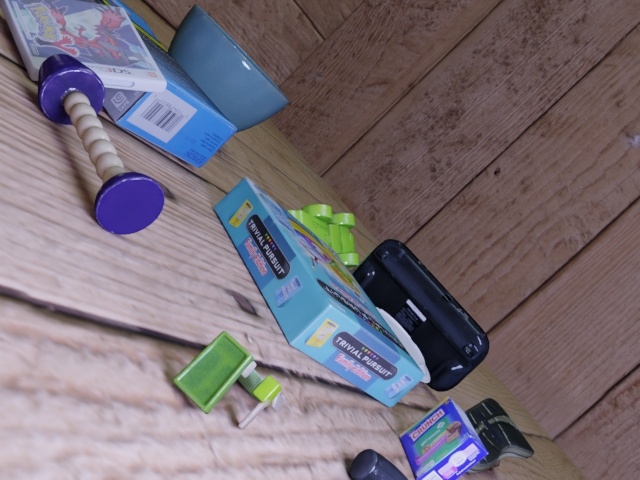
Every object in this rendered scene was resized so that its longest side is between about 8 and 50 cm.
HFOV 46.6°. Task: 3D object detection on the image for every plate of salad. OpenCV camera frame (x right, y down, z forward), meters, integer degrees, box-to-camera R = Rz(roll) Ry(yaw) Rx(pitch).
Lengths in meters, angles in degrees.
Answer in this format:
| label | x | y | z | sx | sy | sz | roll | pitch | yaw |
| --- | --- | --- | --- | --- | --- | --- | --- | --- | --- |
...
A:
| label | x | y | z | sx | sy | sz | roll | pitch | yaw |
| --- | --- | --- | --- | --- | --- | --- | --- | --- | --- |
| plate of salad | 0.133 | 0.195 | 1.403 | 0.200 | 0.048 | 0.200 | 44 | 13 | -13 |

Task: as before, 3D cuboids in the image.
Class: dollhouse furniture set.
| label | x | y | z | sx | sy | sz | roll | pitch | yaw |
| --- | --- | --- | --- | --- | --- | --- | --- | --- | --- |
| dollhouse furniture set | -0.079 | 0.129 | 0.655 | 0.076 | 0.058 | 0.152 | 40 | -14 | 14 |

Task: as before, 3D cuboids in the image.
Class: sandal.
| label | x | y | z | sx | sy | sz | roll | pitch | yaw |
| --- | --- | --- | --- | --- | --- | --- | --- | --- | --- |
| sandal | 0.276 | 0.348 | 1.292 | 0.302 | 0.086 | 0.120 | 11 | 39 | -52 |

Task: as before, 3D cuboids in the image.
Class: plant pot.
| label | x | y | z | sx | sy | sz | roll | pitch | yaw |
| --- | --- | --- | --- | --- | --- | --- | --- | --- | --- |
| plant pot | -0.237 | -0.345 | 1.647 | 0.290 | 0.195 | 0.290 | 45 | 8 | -8 |

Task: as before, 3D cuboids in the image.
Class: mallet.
| label | x | y | z | sx | sy | sz | roll | pitch | yaw |
| --- | --- | --- | --- | --- | --- | --- | --- | --- | --- |
| mallet | 0.064 | 0.267 | 0.691 | 0.062 | 0.039 | 0.190 | 46 | 11 | -15 |

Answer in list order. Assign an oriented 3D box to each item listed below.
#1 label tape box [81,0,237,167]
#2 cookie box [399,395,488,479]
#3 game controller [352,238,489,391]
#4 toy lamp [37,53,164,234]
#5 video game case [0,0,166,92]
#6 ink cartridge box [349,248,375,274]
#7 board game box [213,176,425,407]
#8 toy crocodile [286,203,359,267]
| label | x | y | z | sx | sy | sz | roll | pitch | yaw |
| --- | --- | --- | --- | --- | --- | --- | --- | --- | --- |
| label tape box | -0.320 | -0.295 | 1.258 | 0.334 | 0.106 | 0.240 | 49 | 9 | 24 |
| cookie box | 0.160 | 0.269 | 0.983 | 0.040 | 0.092 | 0.107 | 47 | 6 | -16 |
| game controller | 0.192 | 0.151 | 1.517 | 0.319 | 0.166 | 0.067 | 50 | 30 | 21 |
| toy lamp | -0.251 | -0.120 | 0.815 | 0.275 | 0.080 | 0.080 | 51 | 8 | 37 |
| video game case | -0.331 | -0.278 | 1.030 | 0.183 | 0.023 | 0.201 | -2 | 45 | -38 |
| ink cartridge box | 0.150 | 0.130 | 1.610 | 0.209 | 0.109 | 0.062 | 50 | 9 | 26 |
| board game box | -0.007 | 0.074 | 1.144 | 0.253 | 0.079 | 0.336 | 39 | 10 | -42 |
| toy crocodile | 0.000 | 0.000 | 1.514 | 0.340 | 0.105 | 0.115 | 15 | 67 | -67 |
